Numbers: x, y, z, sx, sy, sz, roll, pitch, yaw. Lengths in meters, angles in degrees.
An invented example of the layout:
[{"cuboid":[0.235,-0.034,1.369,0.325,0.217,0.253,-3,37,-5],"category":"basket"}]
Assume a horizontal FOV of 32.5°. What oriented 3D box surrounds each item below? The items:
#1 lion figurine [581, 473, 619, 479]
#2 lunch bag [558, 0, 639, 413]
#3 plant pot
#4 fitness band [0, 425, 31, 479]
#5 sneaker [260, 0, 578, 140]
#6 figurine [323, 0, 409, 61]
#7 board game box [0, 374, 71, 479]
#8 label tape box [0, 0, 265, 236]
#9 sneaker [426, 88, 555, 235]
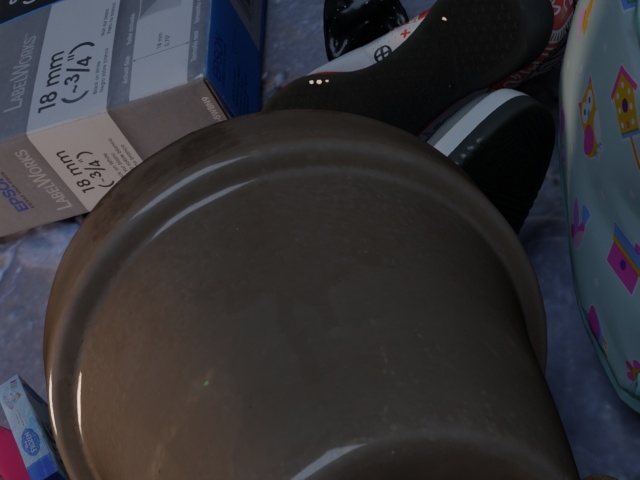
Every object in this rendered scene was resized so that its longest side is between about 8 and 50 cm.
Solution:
[{"cuboid":[0.176,0.246,0.393,0.392,0.142,0.240,6,48,52],"category":"lion figurine"},{"cuboid":[0.208,-0.061,0.570,0.160,0.223,0.262,9,56,4],"category":"lunch bag"},{"cuboid":[0.008,0.091,0.496,0.263,0.263,0.229,-34,23,0],"category":"plant pot"},{"cuboid":[-0.239,0.244,0.701,0.209,0.054,0.291,-35,47,-5],"category":"fitness band"},{"cuboid":[0.081,-0.117,0.796,0.270,0.090,0.145,-28,-2,43],"category":"sneaker"},{"cuboid":[0.090,-0.253,0.903,0.215,0.092,0.209,-16,57,15],"category":"figurine"},{"cuboid":[-0.169,0.143,0.712,0.020,0.090,0.090,-34,46,-5],"category":"board game box"},{"cuboid":[-0.219,-0.139,0.954,0.334,0.106,0.240,-15,48,17],"category":"label tape box"},{"cuboid":[0.000,0.000,0.702,0.295,0.124,0.178,-50,52,2],"category":"sneaker"}]
